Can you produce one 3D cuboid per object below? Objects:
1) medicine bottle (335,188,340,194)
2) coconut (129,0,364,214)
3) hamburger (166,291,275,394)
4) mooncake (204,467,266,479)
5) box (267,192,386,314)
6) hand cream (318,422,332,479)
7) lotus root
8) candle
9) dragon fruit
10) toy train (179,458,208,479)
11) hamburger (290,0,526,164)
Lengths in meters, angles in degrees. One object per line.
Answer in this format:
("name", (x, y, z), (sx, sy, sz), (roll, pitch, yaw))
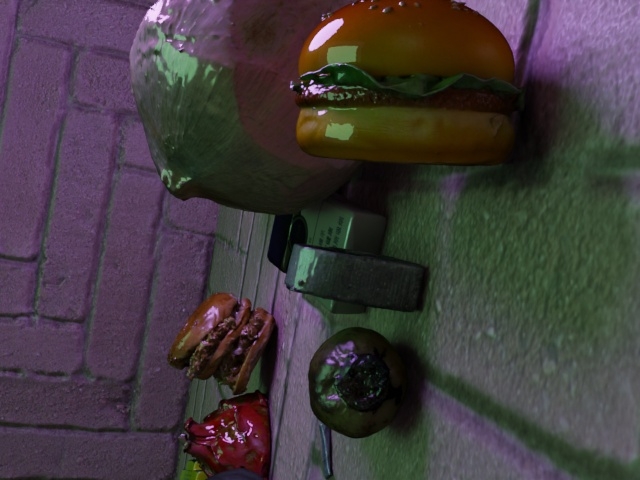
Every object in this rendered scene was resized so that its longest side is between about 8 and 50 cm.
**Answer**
("medicine bottle", (0.000, -0.106, 1.201), (0.079, 0.079, 0.140), (-118, 40, -64))
("coconut", (-0.107, -0.212, 0.943), (0.404, 0.404, 0.405), (-171, 90, -74))
("hamburger", (-0.233, 0.246, 1.523), (0.245, 0.211, 0.261), (-54, 6, 44))
("mooncake", (-0.177, 0.561, 1.304), (0.175, 0.168, 0.104), (-81, 4, -72))
("box", (0.000, 0.000, 1.059), (0.259, 0.071, 0.168), (31, 113, 56))
("hand cream", (0.008, 0.346, 1.046), (0.030, 0.019, 0.093), (122, 150, -57))
("lotus root", (0.040, 0.184, 0.833), (0.214, 0.138, 0.139), (154, 123, -74))
("candle", (0.054, 0.049, 0.836), (0.168, 0.192, 0.068), (13, 94, 30))
("dragon fruit", (-0.219, 0.452, 1.453), (0.262, 0.211, 0.134), (-106, 21, -43))
("toy train", (-0.313, 0.727, 1.687), (0.442, 0.179, 0.273), (135, 149, -64))
("hamburger", (0.089, -0.162, 0.642), (0.246, 0.246, 0.170), (-160, 70, -74))
